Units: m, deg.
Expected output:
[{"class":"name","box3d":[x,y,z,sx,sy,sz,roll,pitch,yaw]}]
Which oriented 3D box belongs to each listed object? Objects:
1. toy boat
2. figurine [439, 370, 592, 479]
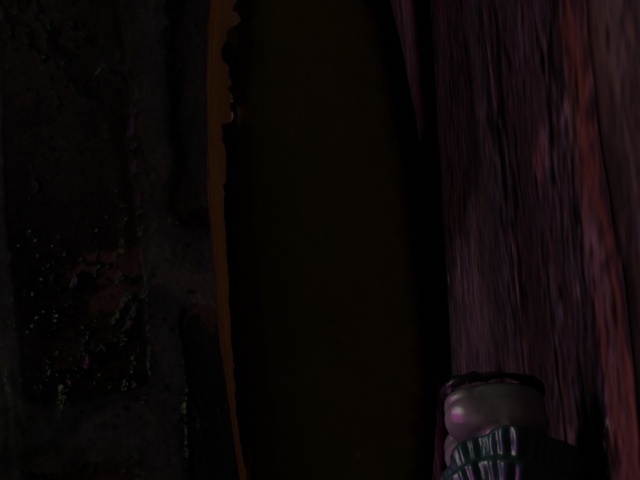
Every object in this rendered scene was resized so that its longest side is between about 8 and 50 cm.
[{"class":"toy boat","box3d":[0.000,0.000,0.795,0.121,0.089,0.321,-96,0,-75]},{"class":"figurine","box3d":[0.043,0.082,0.434,0.060,0.047,0.106,111,164,-45]}]
